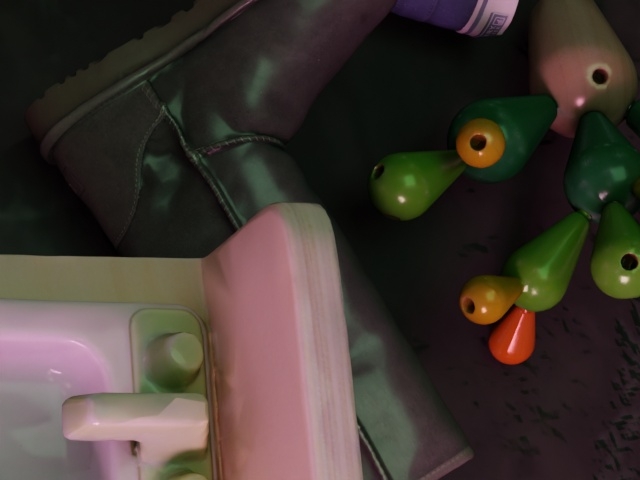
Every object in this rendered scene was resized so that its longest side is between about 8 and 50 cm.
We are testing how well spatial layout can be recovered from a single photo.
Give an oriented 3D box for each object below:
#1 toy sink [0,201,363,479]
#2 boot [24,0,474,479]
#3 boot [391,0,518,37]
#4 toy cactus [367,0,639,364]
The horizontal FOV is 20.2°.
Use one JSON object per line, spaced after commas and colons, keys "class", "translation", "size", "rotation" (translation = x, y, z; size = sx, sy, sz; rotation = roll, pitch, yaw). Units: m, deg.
{"class": "toy sink", "translation": [-0.095, 0.091, 0.563], "size": [0.131, 0.234, 0.153], "rotation": [2, 71, -26]}
{"class": "boot", "translation": [0.001, 0.000, 0.714], "size": [0.189, 0.076, 0.208], "rotation": [-33, 79, 4]}
{"class": "boot", "translation": [0.052, -0.189, 0.836], "size": [0.086, 0.069, 0.190], "rotation": [10, 66, -14]}
{"class": "toy cactus", "translation": [0.127, -0.036, 0.802], "size": [0.219, 0.112, 0.180], "rotation": [-5, 46, -1]}
